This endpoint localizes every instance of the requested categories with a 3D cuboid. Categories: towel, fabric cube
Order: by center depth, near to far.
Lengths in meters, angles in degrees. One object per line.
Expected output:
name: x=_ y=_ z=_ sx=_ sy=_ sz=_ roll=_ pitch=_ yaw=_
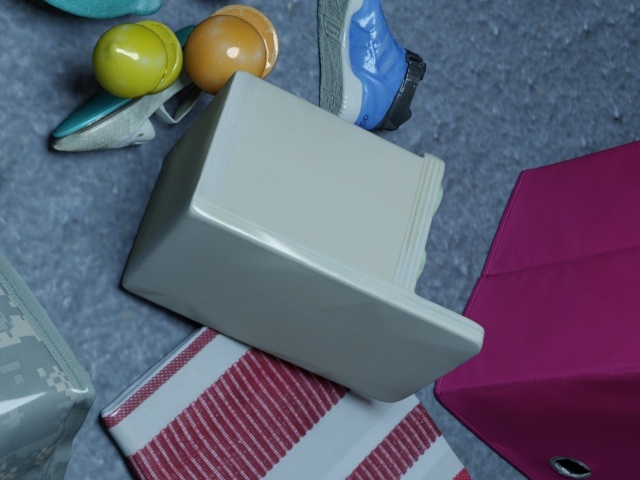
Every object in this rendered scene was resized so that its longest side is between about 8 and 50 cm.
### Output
towel: x=-0.001 y=0.196 z=1.190 sx=0.237 sy=0.037 sz=0.329 roll=-42 pitch=105 yaw=-34
fabric cube: x=0.303 y=0.083 z=1.307 sx=0.254 sy=0.258 sz=0.259 roll=40 pitch=59 yaw=-26

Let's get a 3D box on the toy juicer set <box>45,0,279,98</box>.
toy juicer set: x=-0.173 y=-0.190 z=1.087 sx=0.329 sy=0.089 sz=0.209 roll=15 pitch=55 yaw=-31

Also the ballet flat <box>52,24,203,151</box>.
ballet flat: x=-0.129 y=-0.101 z=1.140 sx=0.168 sy=0.057 sz=0.052 roll=-45 pitch=118 yaw=-35

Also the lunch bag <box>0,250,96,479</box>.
lunch bag: x=-0.310 y=0.060 z=0.883 sx=0.235 sy=0.169 sz=0.287 roll=-21 pitch=61 yaw=-35

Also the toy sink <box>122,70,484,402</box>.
toy sink: x=0.000 y=0.000 z=1.117 sx=0.234 sy=0.153 sz=0.131 roll=25 pitch=60 yaw=-14

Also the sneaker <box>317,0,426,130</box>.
sneaker: x=0.046 y=-0.166 z=1.284 sx=0.084 sy=0.058 sz=0.152 roll=5 pitch=82 yaw=-31
